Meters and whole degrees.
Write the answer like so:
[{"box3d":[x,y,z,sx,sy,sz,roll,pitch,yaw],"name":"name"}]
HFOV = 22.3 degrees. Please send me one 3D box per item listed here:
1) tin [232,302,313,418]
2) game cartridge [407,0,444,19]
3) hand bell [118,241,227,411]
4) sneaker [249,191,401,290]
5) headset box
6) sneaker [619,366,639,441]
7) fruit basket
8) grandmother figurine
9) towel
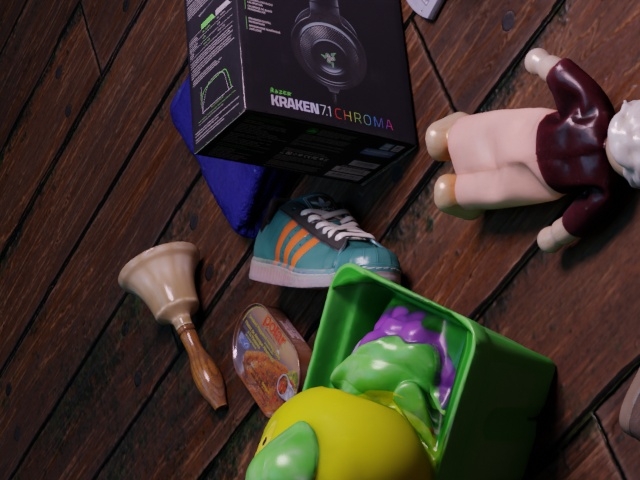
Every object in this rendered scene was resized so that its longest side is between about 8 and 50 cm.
[{"box3d":[-0.060,0.157,2.119,0.189,0.040,0.106,51,129,50],"name":"tin"},{"box3d":[0.127,-0.305,1.964,0.056,0.017,0.083,-58,38,26],"name":"game cartridge"},{"box3d":[-0.185,0.135,2.286,0.126,0.126,0.242,-49,56,40],"name":"hand bell"},{"box3d":[0.000,0.000,1.997,0.302,0.108,0.121,5,91,59],"name":"sneaker"},{"box3d":[-0.028,-0.235,1.975,0.131,0.246,0.283,-35,53,50],"name":"headset box"},{"box3d":[0.339,0.107,1.496,0.071,0.066,0.188,29,113,39],"name":"sneaker"},{"box3d":[0.034,0.225,1.641,0.283,0.392,0.392,26,104,52],"name":"fruit basket"},{"box3d":[0.247,-0.094,1.654,0.342,0.104,0.208,1,110,55],"name":"grandmother figurine"},{"box3d":[-0.109,-0.177,2.257,0.308,0.076,0.227,60,138,44],"name":"towel"}]
